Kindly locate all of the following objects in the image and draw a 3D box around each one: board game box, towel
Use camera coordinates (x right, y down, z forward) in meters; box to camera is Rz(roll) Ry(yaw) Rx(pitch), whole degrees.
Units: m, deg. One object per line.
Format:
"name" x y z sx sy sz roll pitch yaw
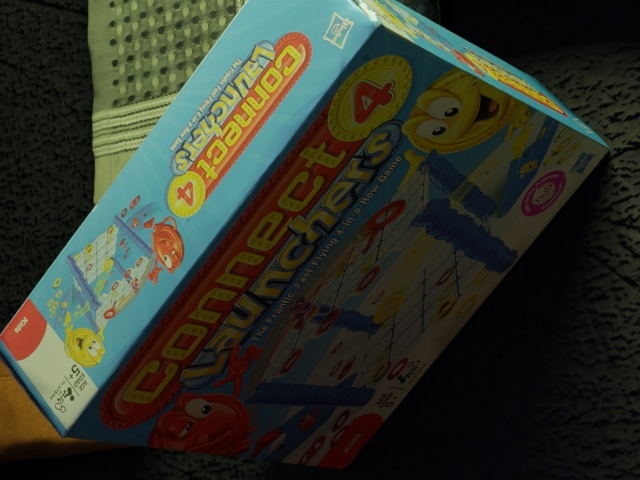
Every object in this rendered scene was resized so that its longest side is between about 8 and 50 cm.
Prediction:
"board game box" 0.000 0.000 1.036 0.308 0.302 0.086 -52 57 15
"towel" -0.051 -0.191 1.275 0.324 0.056 0.312 -10 77 30

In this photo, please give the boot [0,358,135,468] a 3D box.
"boot" -0.247 0.178 1.272 0.281 0.096 0.264 -14 41 29
